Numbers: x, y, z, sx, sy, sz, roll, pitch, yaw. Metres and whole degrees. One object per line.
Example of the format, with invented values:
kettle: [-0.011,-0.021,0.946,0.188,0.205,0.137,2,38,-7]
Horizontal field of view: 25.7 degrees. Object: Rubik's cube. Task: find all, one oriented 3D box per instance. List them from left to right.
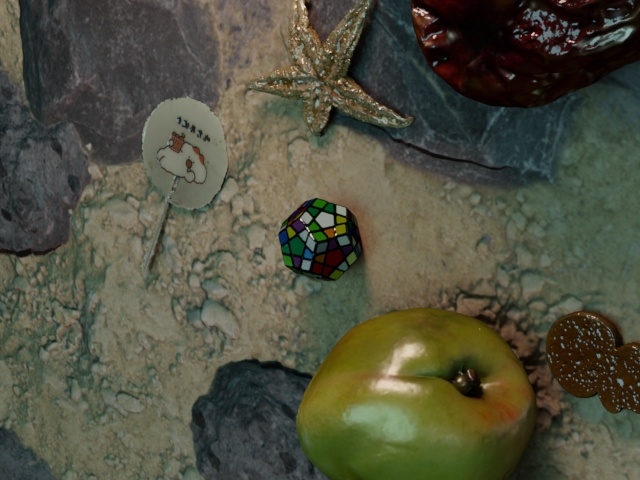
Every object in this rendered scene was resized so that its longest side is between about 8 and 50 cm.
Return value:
Rubik's cube: [0.000,0.000,2.097,0.112,0.133,0.133,-15,90,14]

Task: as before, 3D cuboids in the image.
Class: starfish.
starfish: [0.016,-0.257,2.068,0.295,0.048,0.231,21,113,32]

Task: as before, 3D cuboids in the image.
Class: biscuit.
biscuit: [0.380,0.168,1.888,0.175,0.026,0.124,34,120,29]

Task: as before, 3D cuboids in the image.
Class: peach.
peach: [0.129,0.232,1.938,0.315,0.314,0.281,132,156,-63]

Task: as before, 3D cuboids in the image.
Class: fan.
fan: [-0.247,-0.086,2.339,0.191,0.009,0.329,33,116,27]

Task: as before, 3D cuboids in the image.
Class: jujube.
jujube: [0.290,-0.315,1.702,0.377,0.276,0.276,-26,84,41]
